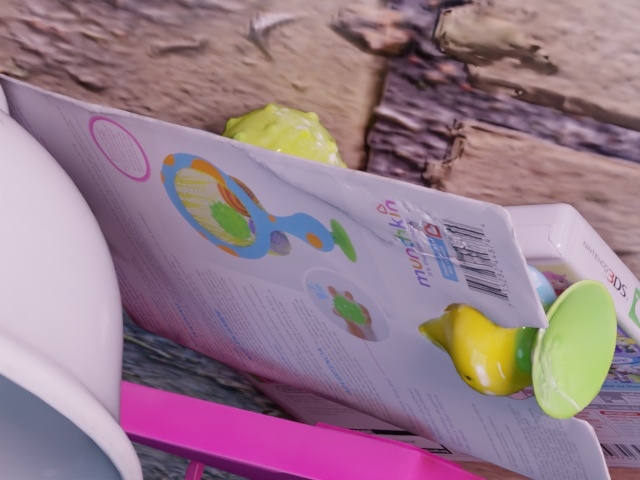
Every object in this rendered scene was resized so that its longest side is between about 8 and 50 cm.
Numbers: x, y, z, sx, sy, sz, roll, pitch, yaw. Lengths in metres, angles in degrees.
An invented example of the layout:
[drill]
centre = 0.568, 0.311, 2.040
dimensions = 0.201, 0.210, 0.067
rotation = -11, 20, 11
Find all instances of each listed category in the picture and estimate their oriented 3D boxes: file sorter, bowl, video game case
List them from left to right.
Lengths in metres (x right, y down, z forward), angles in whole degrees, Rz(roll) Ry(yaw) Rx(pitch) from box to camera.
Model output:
[bowl]
centre = -0.190, -0.005, 0.617
dimensions = 0.298, 0.134, 0.298
rotation = 11, 154, 5
[file sorter]
centre = -0.001, 0.180, 0.774
dimensions = 0.202, 0.182, 0.291
rotation = 9, 169, 33
[video game case]
centre = 0.048, 0.044, 0.746
dimensions = 0.212, 0.023, 0.193
rotation = -2, 150, 36

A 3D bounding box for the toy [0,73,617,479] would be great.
[toy]
centre = 0.000, 0.000, 0.618
dimensions = 0.237, 0.056, 0.137
rotation = 21, 148, 43
